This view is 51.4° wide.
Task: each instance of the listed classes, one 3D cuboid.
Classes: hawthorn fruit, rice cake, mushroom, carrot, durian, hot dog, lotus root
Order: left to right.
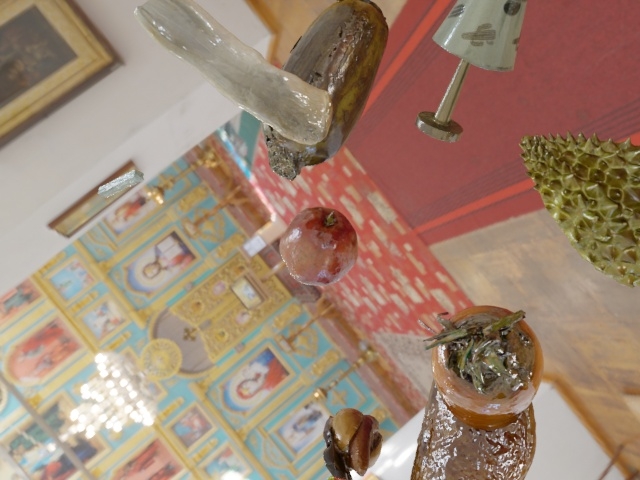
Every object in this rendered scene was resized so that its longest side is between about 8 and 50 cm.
[{"bbox_3d":[-0.367,-0.104,1.221,0.121,0.021,0.022,-17,153,38],"label":"rice cake"},{"bbox_3d":[-0.076,-0.159,0.614,0.202,0.059,0.054,32,-160,-13],"label":"mushroom"},{"bbox_3d":[0.000,0.000,1.480,0.179,0.179,0.200,46,143,29],"label":"hawthorn fruit"},{"bbox_3d":[0.006,-0.310,1.354,0.179,0.397,0.196,30,174,-34],"label":"lotus root"},{"bbox_3d":[0.104,0.529,1.729,0.194,0.107,0.326,51,-171,-12],"label":"hot dog"},{"bbox_3d":[0.318,0.436,1.443,0.174,0.387,0.267,21,170,-30],"label":"hot dog"},{"bbox_3d":[0.292,0.212,1.177,0.331,0.193,0.214,58,-165,-66],"label":"carrot"},{"bbox_3d":[0.397,-0.032,0.875,0.306,0.172,0.166,16,-175,-29],"label":"durian"}]

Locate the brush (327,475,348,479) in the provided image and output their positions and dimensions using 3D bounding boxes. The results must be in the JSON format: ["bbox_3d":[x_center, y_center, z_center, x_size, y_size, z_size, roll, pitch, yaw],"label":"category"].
[{"bbox_3d":[0.050,0.396,1.068,0.083,0.018,0.021,21,-167,-14],"label":"brush"}]

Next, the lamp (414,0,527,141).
[{"bbox_3d":[0.207,-0.248,0.933,0.121,0.121,0.214,44,129,36],"label":"lamp"}]
